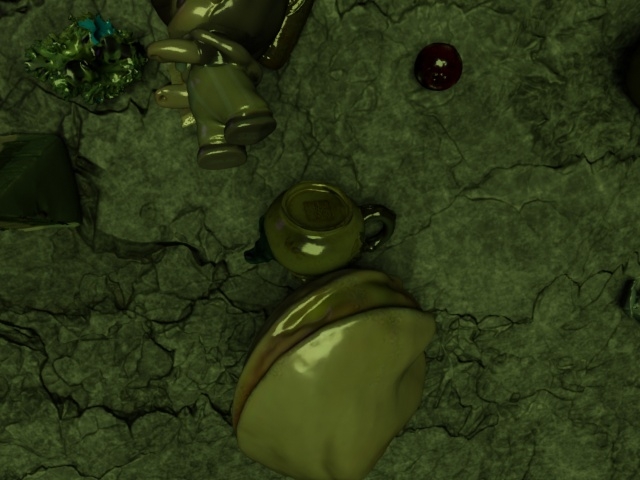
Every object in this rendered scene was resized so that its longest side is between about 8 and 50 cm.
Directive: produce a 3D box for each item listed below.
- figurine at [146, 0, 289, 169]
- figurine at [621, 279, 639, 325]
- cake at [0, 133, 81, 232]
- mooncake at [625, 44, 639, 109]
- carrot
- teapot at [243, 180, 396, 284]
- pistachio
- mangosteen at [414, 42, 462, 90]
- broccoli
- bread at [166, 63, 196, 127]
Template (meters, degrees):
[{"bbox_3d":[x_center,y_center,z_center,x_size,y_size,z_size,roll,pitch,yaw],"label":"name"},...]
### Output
[{"bbox_3d":[-0.135,-0.293,0.764,0.203,0.248,0.381,-2,71,-15],"label":"figurine"},{"bbox_3d":[0.613,0.120,1.025,0.086,0.094,0.082,16,148,24],"label":"figurine"},{"bbox_3d":[-0.523,-0.105,0.873,0.158,0.283,0.172,-6,89,2],"label":"cake"},{"bbox_3d":[0.658,-0.232,0.779,0.378,0.378,0.201,37,96,-9],"label":"mooncake"},{"bbox_3d":[-0.018,-0.438,0.877,0.070,0.070,0.342,25,103,-7],"label":"carrot"},{"bbox_3d":[0.000,0.000,0.964,0.269,0.173,0.183,-7,139,-14],"label":"teapot"},{"bbox_3d":[0.026,0.241,0.954,0.365,0.281,0.446,-1,128,-34],"label":"pistachio"},{"bbox_3d":[0.194,-0.290,0.915,0.080,0.081,0.081,0,106,0],"label":"mangosteen"},{"bbox_3d":[-0.371,-0.282,0.875,0.167,0.160,0.154,27,104,-26],"label":"broccoli"},{"bbox_3d":[-0.204,-0.251,0.888,0.077,0.152,0.105,-29,108,7],"label":"bread"}]
